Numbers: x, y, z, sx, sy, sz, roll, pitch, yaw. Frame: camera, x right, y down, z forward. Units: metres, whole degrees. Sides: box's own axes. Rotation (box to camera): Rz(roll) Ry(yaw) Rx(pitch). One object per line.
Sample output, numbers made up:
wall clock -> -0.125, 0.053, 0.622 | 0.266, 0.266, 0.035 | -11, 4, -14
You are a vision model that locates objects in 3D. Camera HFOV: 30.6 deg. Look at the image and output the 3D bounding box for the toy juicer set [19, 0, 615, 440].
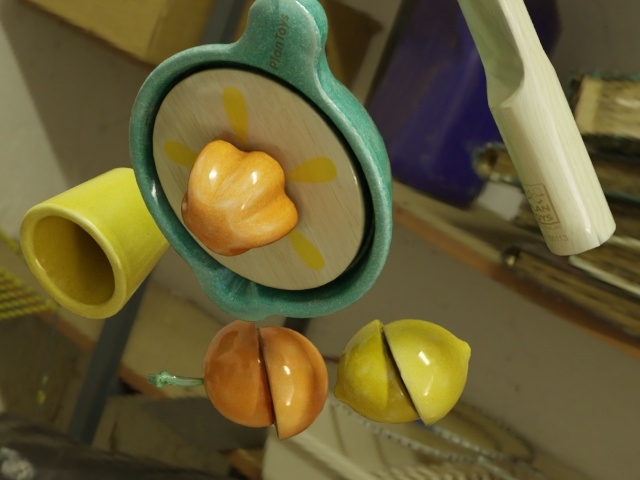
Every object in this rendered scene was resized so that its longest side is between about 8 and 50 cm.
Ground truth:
toy juicer set -> 0.000, 0.000, 0.521 | 0.209, 0.329, 0.089 | 49, 44, -4
